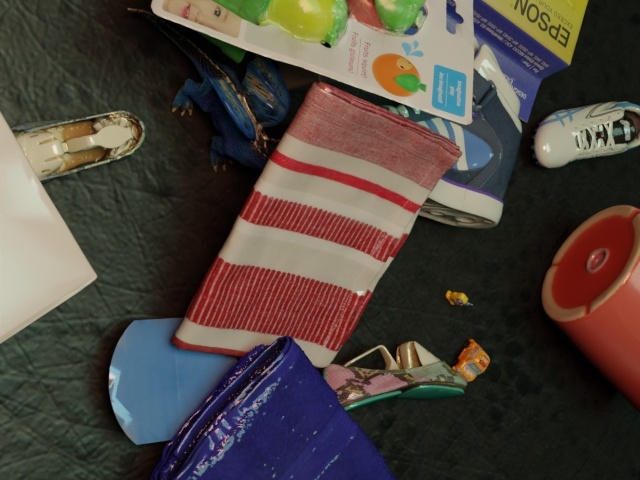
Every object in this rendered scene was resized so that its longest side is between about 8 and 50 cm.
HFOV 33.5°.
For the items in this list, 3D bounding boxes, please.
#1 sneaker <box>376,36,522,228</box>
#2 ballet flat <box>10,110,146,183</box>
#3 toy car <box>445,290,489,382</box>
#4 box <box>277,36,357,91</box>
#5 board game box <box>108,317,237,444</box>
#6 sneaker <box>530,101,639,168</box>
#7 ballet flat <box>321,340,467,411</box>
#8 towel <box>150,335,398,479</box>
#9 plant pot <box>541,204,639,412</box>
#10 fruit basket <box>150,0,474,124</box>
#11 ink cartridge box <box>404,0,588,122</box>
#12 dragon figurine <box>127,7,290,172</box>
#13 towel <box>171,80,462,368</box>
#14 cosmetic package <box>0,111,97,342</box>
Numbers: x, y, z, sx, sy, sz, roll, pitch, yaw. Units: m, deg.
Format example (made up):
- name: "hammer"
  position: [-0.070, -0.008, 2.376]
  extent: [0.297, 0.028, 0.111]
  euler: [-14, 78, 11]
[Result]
- name: "sneaker"
  position: [0.126, -0.165, 1.349]
  extent: [0.323, 0.130, 0.236]
  euler: [19, 76, -33]
- name: "ballet flat"
  position: [-0.266, -0.099, 1.108]
  extent: [0.188, 0.070, 0.070]
  euler: [-23, 101, -33]
- name: "toy car"
  position: [0.194, 0.132, 1.436]
  extent: [0.060, 0.040, 0.122]
  euler: [-35, 108, -31]
- name: "box"
  position: [0.010, -0.235, 1.294]
  extent: [0.101, 0.087, 0.102]
  euler: [-5, 90, -35]
- name: "board game box"
  position: [-0.169, 0.154, 1.187]
  extent: [0.169, 0.033, 0.133]
  euler: [0, 84, -41]
- name: "sneaker"
  position: [0.405, -0.160, 1.572]
  extent: [0.237, 0.086, 0.085]
  euler: [-17, 100, -33]
- name: "ballet flat"
  position: [0.095, 0.170, 1.353]
  extent: [0.221, 0.077, 0.079]
  euler: [-2, 70, -35]
- name: "towel"
  position: [-0.042, 0.283, 1.229]
  extent: [0.227, 0.076, 0.308]
  euler: [-47, 122, -19]
- name: "plant pot"
  position: [0.468, 0.093, 1.511]
  extent: [0.243, 0.275, 0.275]
  euler: [35, 68, -18]
- name: "fruit basket"
  position: [0.014, -0.305, 1.156]
  extent: [0.353, 0.165, 0.327]
  euler: [14, 54, -9]
- name: "ink cartridge box"
  position: [0.249, -0.369, 1.482]
  extent: [0.304, 0.072, 0.307]
  euler: [27, 71, -32]
- name: "dragon figurine"
  position: [-0.091, -0.154, 1.185]
  extent: [0.085, 0.144, 0.289]
  euler: [-38, 109, -31]
- name: "towel"
  position: [0.000, 0.000, 1.186]
  extent: [0.237, 0.037, 0.329]
  euler: [15, 111, -44]
- name: "cosmetic package"
  position: [-0.386, -0.085, 0.934]
  extent: [0.156, 0.217, 0.385]
  euler: [-38, 111, -30]
